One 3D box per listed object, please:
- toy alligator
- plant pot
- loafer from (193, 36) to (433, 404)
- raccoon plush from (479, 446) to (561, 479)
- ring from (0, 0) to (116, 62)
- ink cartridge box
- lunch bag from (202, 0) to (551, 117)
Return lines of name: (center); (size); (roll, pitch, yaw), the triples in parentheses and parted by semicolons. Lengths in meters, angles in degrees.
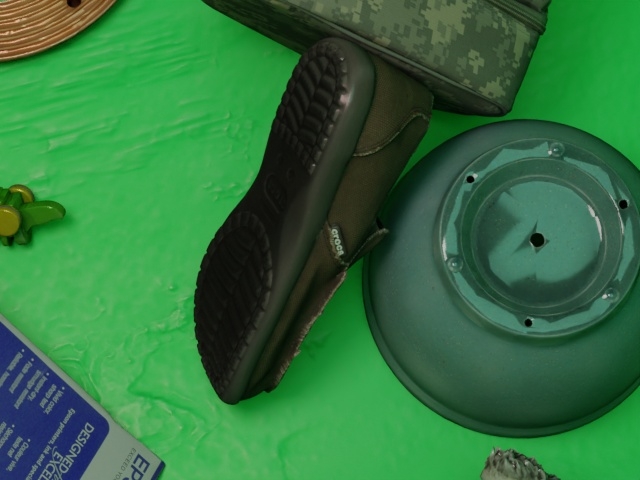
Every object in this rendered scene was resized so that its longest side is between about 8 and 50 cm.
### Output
toy alligator: (-0.330, -0.026, 1.823); (0.189, 0.056, 0.051); (10, 118, 2)
plant pot: (0.184, 0.017, 1.739); (0.293, 0.196, 0.293); (0, 77, 0)
loafer: (0.000, 0.000, 1.710); (0.130, 0.366, 0.134); (7, 36, -29)
raccoon plush: (0.324, 0.291, 1.713); (0.446, 0.216, 0.299); (-12, 66, -23)
ring: (-0.323, -0.328, 1.900); (0.336, 0.032, 0.337); (0, 77, -1)
ink cartridge box: (-0.319, 0.212, 1.675); (0.307, 0.072, 0.303); (47, 50, -20)
lunch bag: (0.064, -0.278, 1.738); (0.305, 0.212, 0.256); (24, 85, -26)
